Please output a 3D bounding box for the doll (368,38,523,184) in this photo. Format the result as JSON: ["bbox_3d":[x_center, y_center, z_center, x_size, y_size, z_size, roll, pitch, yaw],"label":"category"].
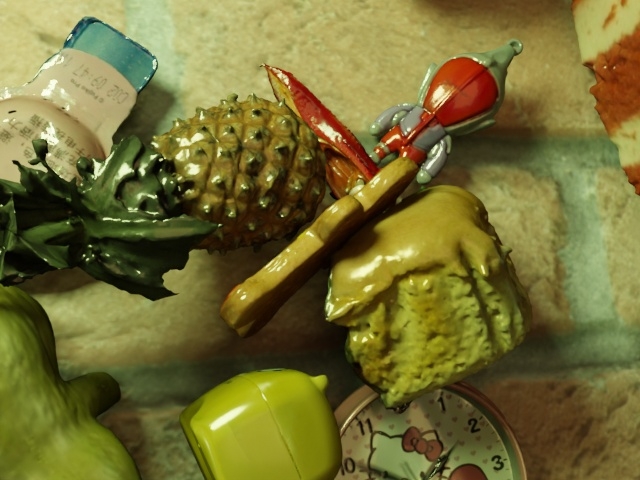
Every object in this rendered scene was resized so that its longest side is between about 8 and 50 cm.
[{"bbox_3d":[0.148,-0.153,0.935,0.102,0.075,0.227,44,81,7],"label":"doll"}]

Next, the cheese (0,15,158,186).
[{"bbox_3d":[-0.269,-0.093,0.808,0.189,0.074,0.285,31,73,-8],"label":"cheese"}]

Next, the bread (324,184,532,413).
[{"bbox_3d":[0.132,0.043,0.819,0.252,0.133,0.174,-36,107,-38],"label":"bread"}]

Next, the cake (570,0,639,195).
[{"bbox_3d":[0.487,-0.221,0.944,0.270,0.270,0.319,-19,83,-18],"label":"cake"}]

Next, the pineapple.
[{"bbox_3d":[-0.162,-0.028,0.734,0.365,0.165,0.165,-22,85,-39],"label":"pineapple"}]

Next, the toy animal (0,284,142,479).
[{"bbox_3d":[-0.240,0.201,0.712,0.181,0.180,0.363,-40,98,-12],"label":"toy animal"}]

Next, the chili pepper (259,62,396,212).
[{"bbox_3d":[0.023,-0.090,0.906,0.268,0.059,0.050,52,33,2],"label":"chili pepper"}]

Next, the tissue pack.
[{"bbox_3d":[-0.051,0.181,0.758,0.127,0.178,0.123,-21,87,-16],"label":"tissue pack"}]

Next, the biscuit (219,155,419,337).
[{"bbox_3d":[-0.001,0.000,0.819,0.250,0.165,0.036,-42,81,-11],"label":"biscuit"}]

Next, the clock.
[{"bbox_3d":[0.104,0.256,0.851,0.245,0.056,0.244,3,79,-14],"label":"clock"}]
